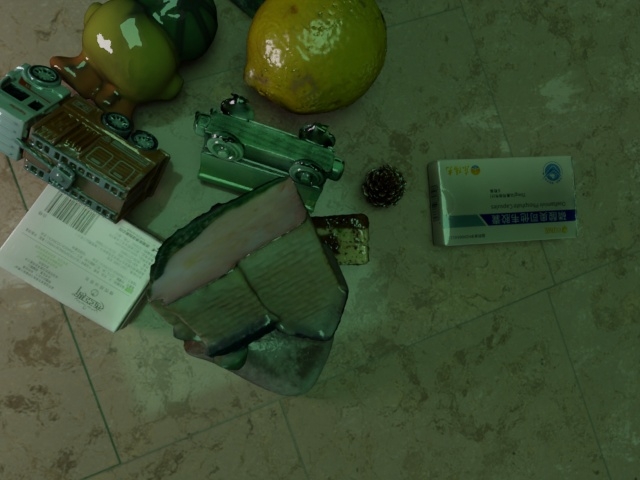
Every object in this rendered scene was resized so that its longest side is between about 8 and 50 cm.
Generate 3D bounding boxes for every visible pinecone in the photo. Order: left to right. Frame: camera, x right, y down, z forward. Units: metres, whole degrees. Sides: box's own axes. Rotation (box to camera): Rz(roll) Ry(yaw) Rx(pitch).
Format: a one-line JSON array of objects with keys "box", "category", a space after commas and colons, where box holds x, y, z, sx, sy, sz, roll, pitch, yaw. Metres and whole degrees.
[{"box": [0.145, -0.122, 1.044, 0.102, 0.109, 0.102, 1, 86, -10], "category": "pinecone"}]

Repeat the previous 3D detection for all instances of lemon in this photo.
[{"box": [-0.011, -0.381, 0.950, 0.310, 0.258, 0.257, -31, 94, -11], "category": "lemon"}]

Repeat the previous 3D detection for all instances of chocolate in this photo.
[{"box": [-0.122, 0.211, 0.996, 0.303, 0.100, 0.185, 26, 81, -12], "category": "chocolate"}]

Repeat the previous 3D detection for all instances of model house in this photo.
[{"box": [-0.111, 0.087, 0.868, 0.299, 0.243, 0.284, -28, 119, 3], "category": "model house"}]

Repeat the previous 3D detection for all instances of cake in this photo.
[{"box": [-0.010, 0.000, 0.999, 0.246, 0.135, 0.112, 0, 89, -10], "category": "cake"}]

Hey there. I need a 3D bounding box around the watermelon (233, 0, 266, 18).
[{"box": [-0.103, -0.665, 0.973, 0.229, 0.387, 0.258, 31, 42, 16], "category": "watermelon"}]

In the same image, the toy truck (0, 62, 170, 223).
[{"box": [-0.452, -0.171, 0.864, 0.305, 0.136, 0.162, 33, 39, -10], "category": "toy truck"}]

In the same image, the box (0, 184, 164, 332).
[{"box": [-0.448, 0.029, 0.929, 0.261, 0.111, 0.194, 34, 81, -9], "category": "box"}]

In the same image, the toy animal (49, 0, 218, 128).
[{"box": [-0.340, -0.388, 0.920, 0.216, 0.191, 0.338, 43, 83, -19], "category": "toy animal"}]

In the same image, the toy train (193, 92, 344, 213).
[{"box": [-0.109, -0.167, 0.954, 0.301, 0.202, 0.120, 16, 67, -10], "category": "toy train"}]

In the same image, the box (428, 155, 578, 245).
[{"box": [0.431, -0.094, 1.118, 0.344, 0.065, 0.200, -4, 88, -10], "category": "box"}]
